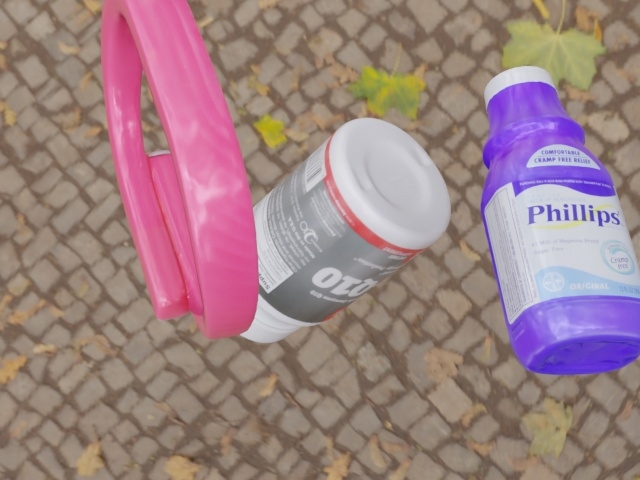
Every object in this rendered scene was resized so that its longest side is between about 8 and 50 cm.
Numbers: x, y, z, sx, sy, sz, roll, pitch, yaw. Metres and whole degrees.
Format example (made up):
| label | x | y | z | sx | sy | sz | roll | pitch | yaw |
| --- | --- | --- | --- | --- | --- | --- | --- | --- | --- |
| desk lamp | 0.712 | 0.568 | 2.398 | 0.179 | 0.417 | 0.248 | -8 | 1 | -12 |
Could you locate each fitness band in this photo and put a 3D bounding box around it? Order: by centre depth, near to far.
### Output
| label | x | y | z | sx | sy | sz | roll | pitch | yaw |
| --- | --- | --- | --- | --- | --- | --- | --- | --- | --- |
| fitness band | -0.109 | -0.061 | 0.756 | 0.054 | 0.209 | 0.291 | -10 | 55 | -20 |

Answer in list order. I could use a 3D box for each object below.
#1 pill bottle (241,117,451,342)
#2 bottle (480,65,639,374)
| label | x | y | z | sx | sy | sz | roll | pitch | yaw |
| --- | --- | --- | --- | --- | --- | --- | --- | --- | --- |
| pill bottle | 0.000 | 0.000 | 1.175 | 0.283 | 0.161 | 0.161 | -40 | 63 | 40 |
| bottle | 0.202 | -0.025 | 0.897 | 0.118 | 0.092 | 0.282 | 2 | 59 | -14 |
